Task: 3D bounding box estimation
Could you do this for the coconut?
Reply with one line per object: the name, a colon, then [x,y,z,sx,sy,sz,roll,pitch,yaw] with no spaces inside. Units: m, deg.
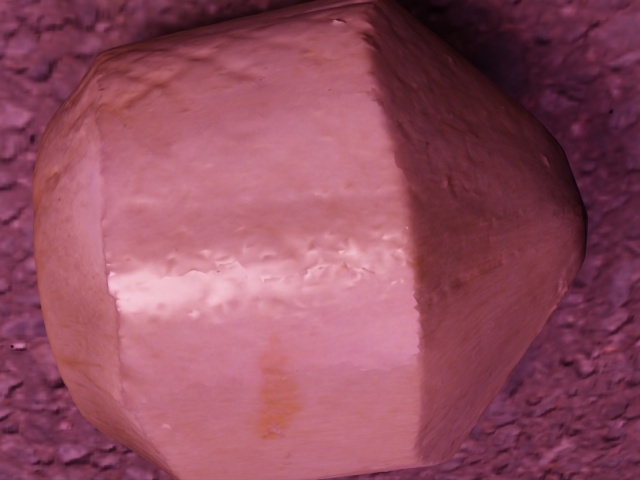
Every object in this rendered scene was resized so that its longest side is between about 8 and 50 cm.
coconut: [0.000,0.000,0.646,0.222,0.202,0.202,-11,131,3]
